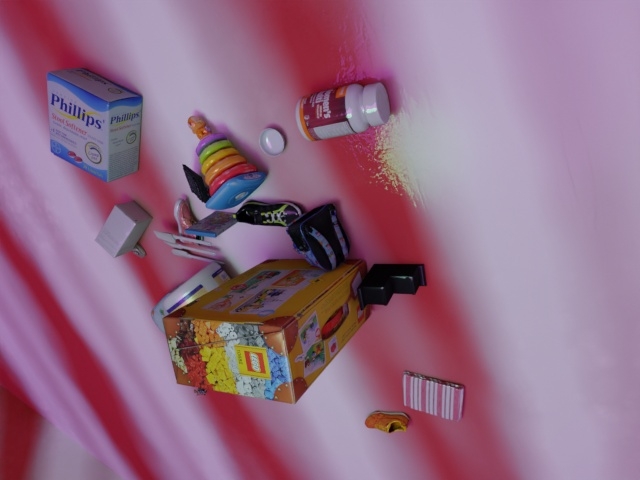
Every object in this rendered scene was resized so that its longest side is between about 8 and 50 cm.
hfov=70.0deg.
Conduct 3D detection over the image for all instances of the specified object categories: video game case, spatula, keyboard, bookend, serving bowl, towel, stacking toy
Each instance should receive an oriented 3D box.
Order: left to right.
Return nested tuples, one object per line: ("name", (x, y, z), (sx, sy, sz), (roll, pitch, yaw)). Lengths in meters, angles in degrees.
("spatula", (-0.469, 0.029, 1.640), (0.241, 0.019, 0.168), (11, 145, 22))
("keyboard", (-0.397, -0.172, 1.483), (0.108, 0.023, 0.180), (37, 161, 7))
("video game case", (-0.341, -0.055, 1.484), (0.119, 0.166, 0.015), (8, 118, 23))
("stacking toy", (-0.317, -0.261, 1.399), (0.165, 0.175, 0.302), (-37, 81, 36))
("serving bowl", (-0.139, -0.291, 1.347), (0.083, 0.027, 0.084), (11, 119, 21))
("bookend", (0.206, 0.133, 1.308), (0.157, 0.156, 0.073), (-2, 113, 27))
("towel", (0.366, 0.509, 1.499), (0.196, 0.029, 0.144), (9, 118, 26))

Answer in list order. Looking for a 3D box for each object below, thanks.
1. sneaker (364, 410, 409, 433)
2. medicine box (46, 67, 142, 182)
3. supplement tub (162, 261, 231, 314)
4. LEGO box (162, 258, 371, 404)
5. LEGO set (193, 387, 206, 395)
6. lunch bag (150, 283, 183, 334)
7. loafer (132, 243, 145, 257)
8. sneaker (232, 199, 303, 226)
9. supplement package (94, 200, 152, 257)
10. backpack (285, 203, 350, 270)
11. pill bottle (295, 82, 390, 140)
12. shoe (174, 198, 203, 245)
("sneaker", (0.227, 0.645, 1.612), (0.175, 0.067, 0.064), (-21, 106, 35))
("medicine box", (-0.759, -0.389, 1.539), (0.263, 0.149, 0.290), (27, 124, 13))
("supplement tub", (-0.364, 0.270, 1.616), (0.241, 0.241, 0.331), (-34, 96, 35))
("LEGO box", (-0.119, 0.215, 1.295), (0.372, 0.500, 0.193), (-1, 105, 28))
("LEGO set", (-0.540, 0.680, 2.045), (0.054, 0.023, 0.083), (42, 126, 2))
("lunch bag", (-0.513, 0.320, 1.799), (0.279, 0.108, 0.224), (47, 123, -2))
("loafer", (-0.745, 0.023, 1.807), (0.045, 0.039, 0.125), (-34, 96, 34))
("sneaker", (-0.167, -0.070, 1.431), (0.234, 0.097, 0.084), (4, 117, 25))
("supplement package", (-0.733, -0.043, 1.705), (0.105, 0.105, 0.179), (42, 111, 3))
("backpack", (0.000, 0.000, 1.347), (0.116, 0.158, 0.173), (-11, 113, 50))
("pill bottle", (0.057, -0.330, 1.171), (0.221, 0.121, 0.121), (-4, 112, 28))
("shoe", (-0.458, -0.061, 1.608), (0.081, 0.063, 0.178), (16, 126, 18))
